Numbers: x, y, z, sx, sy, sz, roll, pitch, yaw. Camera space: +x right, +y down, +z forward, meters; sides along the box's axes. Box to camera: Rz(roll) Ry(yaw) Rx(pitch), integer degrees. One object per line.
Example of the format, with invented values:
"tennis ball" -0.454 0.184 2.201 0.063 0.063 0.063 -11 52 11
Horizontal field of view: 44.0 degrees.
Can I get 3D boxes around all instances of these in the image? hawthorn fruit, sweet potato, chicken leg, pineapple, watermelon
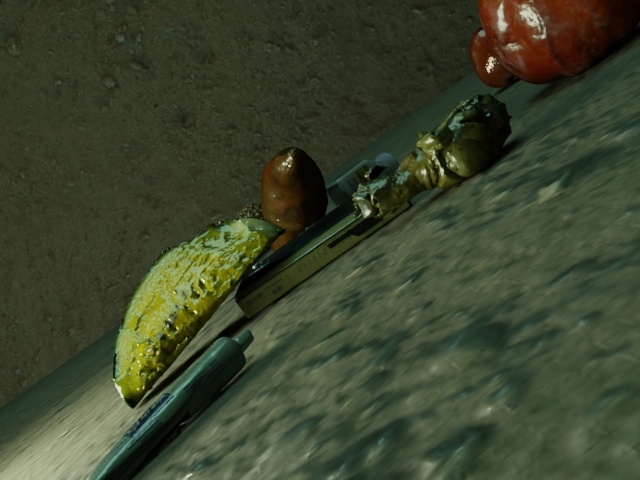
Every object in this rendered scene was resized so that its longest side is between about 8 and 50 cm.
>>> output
"hawthorn fruit" 0.386 -0.402 1.698 0.133 0.138 0.133 -37 3 2
"sweet potato" -0.041 -0.067 1.232 0.112 0.112 0.359 -37 -13 -13
"chicken leg" 0.135 -0.098 0.953 0.228 0.088 0.103 -33 19 -4
"hawthorn fruit" 0.326 -0.372 1.151 0.242 0.271 0.242 -37 15 12
"pineapple" -0.166 -0.013 1.894 0.125 0.125 0.251 -34 12 17
"watermelon" -0.167 0.083 1.056 0.301 0.123 0.129 -50 35 -10

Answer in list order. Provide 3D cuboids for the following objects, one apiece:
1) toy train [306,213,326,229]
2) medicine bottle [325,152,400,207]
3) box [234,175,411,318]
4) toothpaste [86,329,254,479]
"toy train" -0.025 -0.022 1.541 0.092 0.029 0.045 -38 21 12
"medicine bottle" 0.075 -0.092 1.292 0.118 0.074 0.055 -37 6 -28
"box" 0.000 0.000 1.132 0.270 0.045 0.211 -35 7 6
"toothpaste" -0.138 0.158 0.725 0.233 0.038 0.060 -43 6 -36
